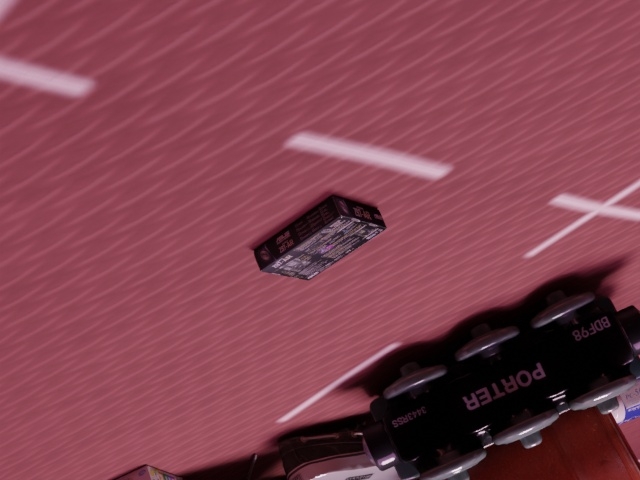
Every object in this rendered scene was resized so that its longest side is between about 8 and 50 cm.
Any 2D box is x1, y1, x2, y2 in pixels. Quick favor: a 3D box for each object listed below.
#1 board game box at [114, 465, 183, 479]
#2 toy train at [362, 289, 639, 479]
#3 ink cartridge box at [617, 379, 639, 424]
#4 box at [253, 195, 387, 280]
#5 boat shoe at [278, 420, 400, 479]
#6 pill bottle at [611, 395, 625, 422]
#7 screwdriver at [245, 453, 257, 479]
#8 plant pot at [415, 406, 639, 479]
[{"bbox_3d":[-0.236,0.299,1.387,0.154,0.026,0.103,-26,157,7],"label":"board game box"},{"bbox_3d":[0.204,0.163,1.377,0.333,0.142,0.190,-26,169,3],"label":"toy train"},{"bbox_3d":[0.533,0.213,1.883,0.207,0.046,0.097,-19,156,-9],"label":"ink cartridge box"},{"bbox_3d":[0.000,0.000,0.960,0.083,0.018,0.067,-35,154,26],"label":"box"},{"bbox_3d":[0.049,0.250,1.488,0.219,0.070,0.078,0,143,-39],"label":"boat shoe"},{"bbox_3d":[0.376,0.256,1.806,0.120,0.067,0.067,-14,156,-20],"label":"pill bottle"},{"bbox_3d":[-0.087,0.296,1.526,0.025,0.024,0.170,14,146,-8],"label":"screwdriver"},{"bbox_3d":[0.266,0.324,1.535,0.265,0.272,0.272,-29,156,9],"label":"plant pot"}]
